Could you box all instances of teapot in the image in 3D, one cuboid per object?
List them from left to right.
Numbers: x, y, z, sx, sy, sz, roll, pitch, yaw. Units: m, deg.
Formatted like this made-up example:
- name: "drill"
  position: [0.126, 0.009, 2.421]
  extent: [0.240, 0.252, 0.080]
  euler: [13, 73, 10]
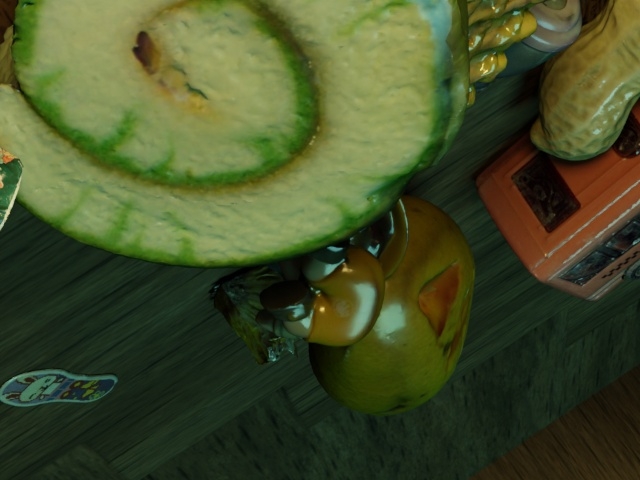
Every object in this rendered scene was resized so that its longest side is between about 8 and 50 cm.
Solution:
- name: "teapot"
  position: [0.170, -0.196, 1.517]
  extent: [0.146, 0.116, 0.148]
  euler: [-39, -154, 44]

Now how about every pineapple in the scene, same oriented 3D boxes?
- name: "pineapple"
  position: [-0.069, 0.076, 1.785]
  extent: [0.116, 0.137, 0.069]
  euler: [14, 139, -9]

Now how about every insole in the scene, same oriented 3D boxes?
- name: "insole"
  position: [-0.293, 0.166, 1.755]
  extent: [0.065, 0.004, 0.197]
  euler: [-42, 157, 17]

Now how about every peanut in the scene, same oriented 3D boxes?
- name: "peanut"
  position: [0.338, -0.200, 1.754]
  extent: [0.136, 0.120, 0.298]
  euler: [27, 128, -16]

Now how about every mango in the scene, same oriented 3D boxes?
- name: "mango"
  position: [0.072, 0.070, 1.784]
  extent: [0.365, 0.182, 0.253]
  euler: [42, 64, -75]

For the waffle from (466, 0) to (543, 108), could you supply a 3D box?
- name: "waffle"
  position: [0.050, -0.186, 1.336]
  extent: [0.324, 0.151, 0.261]
  euler: [-45, 161, 33]

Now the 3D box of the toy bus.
- name: "toy bus"
  position: [0.412, -0.125, 1.923]
  extent: [0.427, 0.203, 0.233]
  euler: [-42, 153, 22]

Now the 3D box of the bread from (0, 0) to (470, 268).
- name: "bread"
  position: [-0.081, -0.137, 1.124]
  extent: [0.382, 0.129, 0.366]
  euler: [-14, 138, 14]

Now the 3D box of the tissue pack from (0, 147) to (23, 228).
- name: "tissue pack"
  position: [-0.302, -0.048, 1.076]
  extent: [0.170, 0.090, 0.103]
  euler: [31, 124, -21]

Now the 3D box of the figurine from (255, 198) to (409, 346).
- name: "figurine"
  position: [0.005, 0.000, 1.521]
  extent: [0.167, 0.257, 0.192]
  euler: [3, 125, -13]
